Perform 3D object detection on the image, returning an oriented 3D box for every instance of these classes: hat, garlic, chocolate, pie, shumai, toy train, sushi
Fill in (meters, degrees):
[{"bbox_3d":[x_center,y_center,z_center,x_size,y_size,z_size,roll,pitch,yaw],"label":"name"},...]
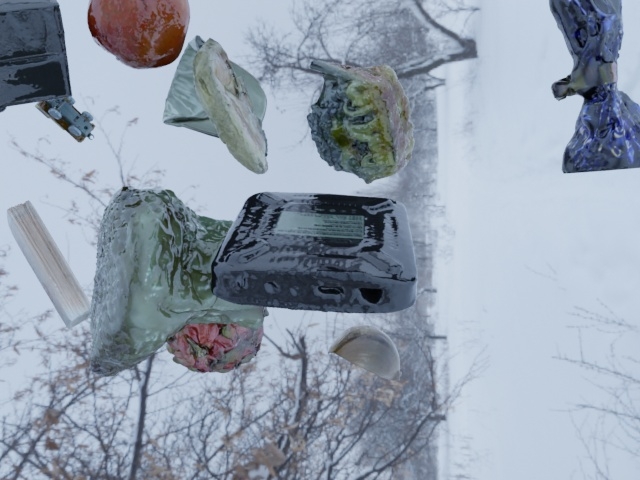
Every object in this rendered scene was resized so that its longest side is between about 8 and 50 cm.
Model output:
[{"bbox_3d":[-0.307,-0.420,1.306,0.168,0.302,0.257,-120,52,-80],"label":"hat"},{"bbox_3d":[0.119,0.259,1.063,0.101,0.196,0.087,-66,20,-11],"label":"garlic"},{"bbox_3d":[0.417,-0.263,0.673,0.126,0.149,0.343,-125,19,-77],"label":"chocolate"},{"bbox_3d":[-0.210,-0.312,1.089,0.337,0.075,0.337,-17,-90,-81],"label":"pie"},{"bbox_3d":[-0.258,0.077,0.852,0.397,0.324,0.323,-40,54,50],"label":"shumai"},{"bbox_3d":[-0.874,-0.429,1.517,0.089,0.127,0.219,-63,-38,-23],"label":"toy train"},{"bbox_3d":[0.081,-0.242,0.882,0.139,0.184,0.274,-47,-48,-38],"label":"sushi"}]

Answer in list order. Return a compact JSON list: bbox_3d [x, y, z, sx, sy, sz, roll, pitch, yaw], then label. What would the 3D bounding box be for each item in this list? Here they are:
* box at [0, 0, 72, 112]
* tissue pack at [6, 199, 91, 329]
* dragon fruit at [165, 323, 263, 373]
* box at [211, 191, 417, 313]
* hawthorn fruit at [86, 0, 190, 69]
[{"bbox_3d":[-0.756,-0.510,1.021,0.205,0.345,0.251,-26,-22,-35],"label":"box"},{"bbox_3d":[-0.715,0.072,1.170,0.071,0.170,0.325,-31,-89,-34],"label":"tissue pack"},{"bbox_3d":[-0.354,0.260,1.352,0.263,0.296,0.314,-23,-58,-49],"label":"dragon fruit"},{"bbox_3d":[0.000,0.000,0.703,0.289,0.290,0.073,-78,-10,-59],"label":"box"},{"bbox_3d":[-0.380,-0.511,0.968,0.211,0.299,0.211,28,-138,-29],"label":"hawthorn fruit"}]
